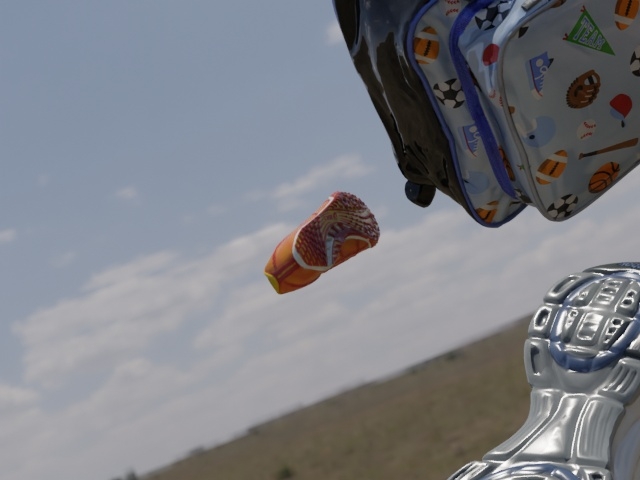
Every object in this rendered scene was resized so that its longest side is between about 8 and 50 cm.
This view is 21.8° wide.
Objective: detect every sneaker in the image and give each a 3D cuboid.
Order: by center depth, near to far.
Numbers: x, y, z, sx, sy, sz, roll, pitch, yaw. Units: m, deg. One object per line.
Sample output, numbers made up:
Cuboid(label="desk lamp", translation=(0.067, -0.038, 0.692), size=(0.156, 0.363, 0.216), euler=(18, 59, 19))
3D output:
Cuboid(label="sneaker", translation=(0.143, 0.148, 0.909), size=(0.111, 0.129, 0.297), euler=(6, 46, 40))
Cuboid(label="sneaker", translation=(0.000, 0.000, 1.546), size=(0.067, 0.064, 0.175), euler=(-36, -5, 32))

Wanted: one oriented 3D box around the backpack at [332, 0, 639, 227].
Cuboid(label="backpack", translation=(0.169, -0.165, 1.251), size=(0.263, 0.213, 0.276), euler=(-43, -40, -17))
